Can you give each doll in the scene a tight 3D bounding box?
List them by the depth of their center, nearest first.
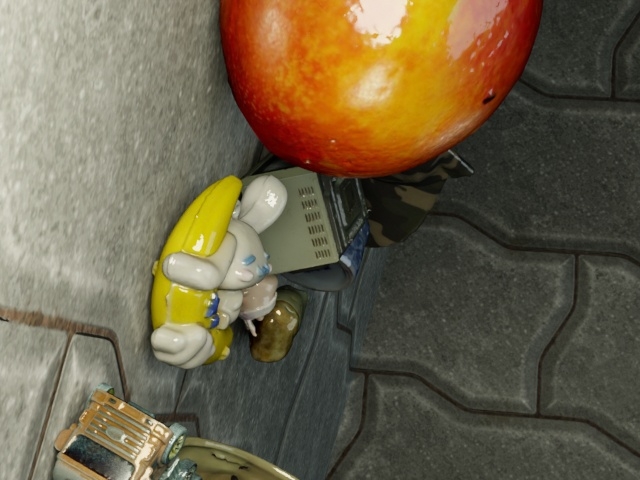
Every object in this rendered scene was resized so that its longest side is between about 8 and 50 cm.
[{"bbox_3d":[-0.120,0.035,1.487,0.252,0.111,0.237,-1,104,-71],"label":"doll"},{"bbox_3d":[-0.102,0.074,1.818,0.084,0.073,0.127,-2,105,-46],"label":"doll"}]

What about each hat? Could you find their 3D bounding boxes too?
[{"bbox_3d":[0.041,-0.154,2.004,0.257,0.366,0.382,-3,138,-45],"label":"hat"}]

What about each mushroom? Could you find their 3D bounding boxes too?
[{"bbox_3d":[-0.068,0.123,1.998,0.100,0.081,0.312,-58,180,5],"label":"mushroom"}]

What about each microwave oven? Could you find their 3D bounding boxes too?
[{"bbox_3d":[-0.013,-0.057,1.804,0.205,0.129,0.163,-54,129,-67],"label":"microwave oven"}]

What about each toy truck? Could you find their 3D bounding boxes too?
[{"bbox_3d":[-0.208,0.260,1.327,0.140,0.108,0.257,-57,167,-24],"label":"toy truck"}]

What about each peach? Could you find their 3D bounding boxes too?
[{"bbox_3d":[0.057,-0.250,1.416,0.388,0.388,0.388,14,90,-81],"label":"peach"}]

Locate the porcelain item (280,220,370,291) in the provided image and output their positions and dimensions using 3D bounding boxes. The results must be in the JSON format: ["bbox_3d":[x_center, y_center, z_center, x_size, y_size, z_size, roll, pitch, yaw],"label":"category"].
[{"bbox_3d":[0.000,0.000,2.040,0.147,0.147,0.114,89,18,-58],"label":"porcelain item"}]

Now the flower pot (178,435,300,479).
[{"bbox_3d":[-0.121,0.410,1.573,0.244,0.307,0.307,-60,172,6],"label":"flower pot"}]
